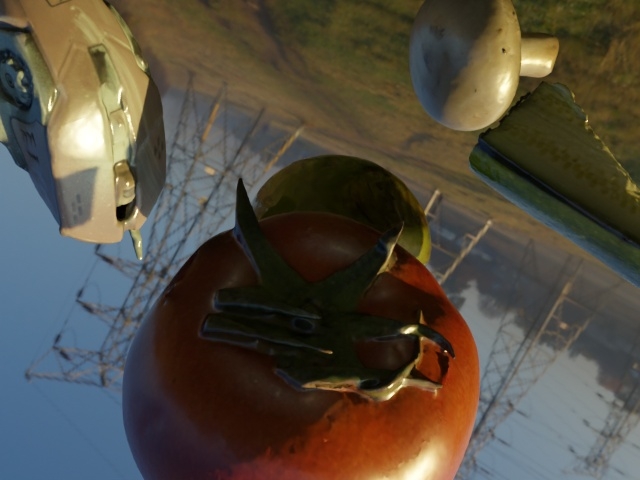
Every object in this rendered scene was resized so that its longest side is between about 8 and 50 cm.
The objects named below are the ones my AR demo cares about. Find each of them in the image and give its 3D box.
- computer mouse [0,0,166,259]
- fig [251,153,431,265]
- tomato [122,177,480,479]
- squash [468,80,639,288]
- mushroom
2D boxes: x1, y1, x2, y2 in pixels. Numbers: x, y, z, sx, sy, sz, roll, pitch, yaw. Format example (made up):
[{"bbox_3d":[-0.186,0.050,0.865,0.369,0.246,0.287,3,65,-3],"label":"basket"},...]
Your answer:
[{"bbox_3d":[-0.262,-0.129,0.853,0.114,0.389,0.199,15,-141,41],"label":"computer mouse"},{"bbox_3d":[0.000,0.000,0.935,0.271,0.240,0.239,24,-179,43],"label":"fig"},{"bbox_3d":[-0.013,0.104,0.537,0.255,0.256,0.224,30,144,14],"label":"tomato"},{"bbox_3d":[0.281,-0.040,0.736,0.252,0.093,0.169,36,-131,15],"label":"squash"},{"bbox_3d":[0.233,-0.258,1.026,0.215,0.207,0.207,-5,-163,-17],"label":"mushroom"}]
